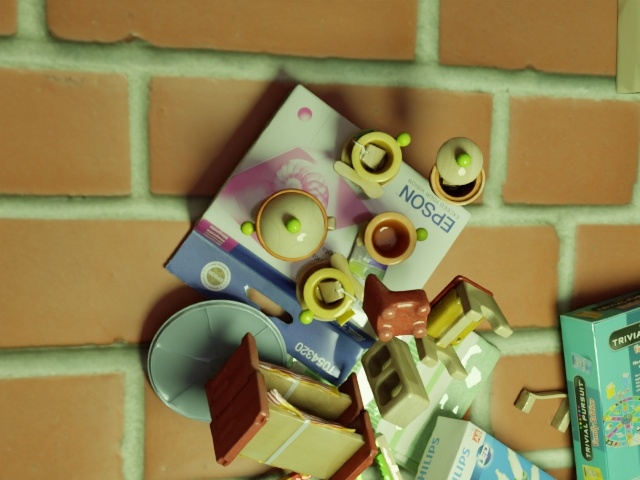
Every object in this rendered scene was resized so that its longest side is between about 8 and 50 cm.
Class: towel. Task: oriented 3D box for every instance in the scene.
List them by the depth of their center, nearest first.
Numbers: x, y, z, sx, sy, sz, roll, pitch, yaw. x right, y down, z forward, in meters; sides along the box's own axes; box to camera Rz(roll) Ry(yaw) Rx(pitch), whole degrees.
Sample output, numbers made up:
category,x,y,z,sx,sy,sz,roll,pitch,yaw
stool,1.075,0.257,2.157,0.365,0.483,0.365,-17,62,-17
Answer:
category,x,y,z,sx,sy,sz,roll,pitch,yaw
towel,0.076,0.015,1.158,0.060,0.009,0.083,23,89,-12
towel,0.106,0.200,1.284,0.325,0.038,0.248,34,86,-18

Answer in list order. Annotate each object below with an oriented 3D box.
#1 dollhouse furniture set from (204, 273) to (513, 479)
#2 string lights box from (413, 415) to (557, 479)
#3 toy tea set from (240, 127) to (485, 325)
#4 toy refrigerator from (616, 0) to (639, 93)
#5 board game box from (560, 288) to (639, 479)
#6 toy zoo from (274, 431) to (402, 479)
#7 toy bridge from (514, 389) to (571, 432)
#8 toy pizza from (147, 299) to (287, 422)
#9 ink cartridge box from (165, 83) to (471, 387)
category,x,y,z,sx,sy,sz,roll,pitch,yaw
dollhouse furniture set,0.036,0.156,1.073,0.201,0.152,0.374,27,116,-30
string lights box,0.273,0.400,1.305,0.260,0.077,0.133,36,68,-27
toy tea set,0.065,-0.041,1.085,0.336,0.124,0.200,-41,94,-3
toy refrigerator,0.553,-0.376,1.318,0.102,0.094,0.269,-3,97,-17
board game box,0.546,0.261,1.388,0.254,0.079,0.336,-13,100,-25
toy zoo,-0.001,0.439,1.229,0.293,0.030,0.192,-22,89,-11
toy bridge,0.423,0.298,1.399,0.188,0.026,0.063,29,87,-20
toy pizza,-0.150,0.174,1.185,0.201,0.032,0.201,-3,111,-8
ink cartridge box,0.000,0.000,1.184,0.324,0.071,0.330,35,84,-9
